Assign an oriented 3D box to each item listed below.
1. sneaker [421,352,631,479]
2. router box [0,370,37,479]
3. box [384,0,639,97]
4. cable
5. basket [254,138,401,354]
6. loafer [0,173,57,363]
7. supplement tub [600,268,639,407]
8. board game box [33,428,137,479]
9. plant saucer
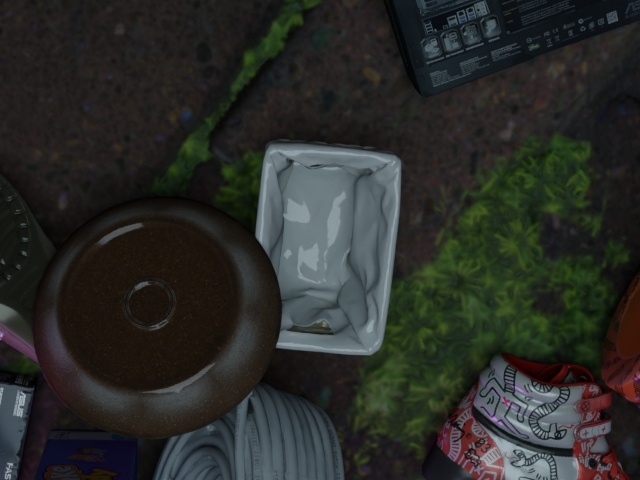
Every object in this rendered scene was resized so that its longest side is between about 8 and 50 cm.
[{"bbox_3d":[0.235,0.199,1.470,0.270,0.090,0.145,27,100,-6],"label":"sneaker"},{"bbox_3d":[-0.296,0.168,1.450,0.092,0.038,0.122,10,99,-7],"label":"router box"},{"bbox_3d":[0.159,-0.239,1.371,0.232,0.059,0.183,-21,123,-1],"label":"box"},{"bbox_3d":[-0.072,0.240,1.376,0.089,0.257,0.257,14,137,-24],"label":"cable"},{"bbox_3d":[0.000,0.000,1.409,0.113,0.103,0.167,5,99,-5],"label":"basket"},{"bbox_3d":[-0.255,0.034,1.402,0.268,0.092,0.102,46,68,4],"label":"loafer"},{"bbox_3d":[0.405,0.127,1.417,0.316,0.193,0.194,28,97,-8],"label":"supplement tub"},{"bbox_3d":[-0.189,0.307,1.327,0.078,0.347,0.233,2,100,-4],"label":"board game box"},{"bbox_3d":[-0.130,0.053,1.325,0.198,0.036,0.199,-2,70,4],"label":"plant saucer"}]
